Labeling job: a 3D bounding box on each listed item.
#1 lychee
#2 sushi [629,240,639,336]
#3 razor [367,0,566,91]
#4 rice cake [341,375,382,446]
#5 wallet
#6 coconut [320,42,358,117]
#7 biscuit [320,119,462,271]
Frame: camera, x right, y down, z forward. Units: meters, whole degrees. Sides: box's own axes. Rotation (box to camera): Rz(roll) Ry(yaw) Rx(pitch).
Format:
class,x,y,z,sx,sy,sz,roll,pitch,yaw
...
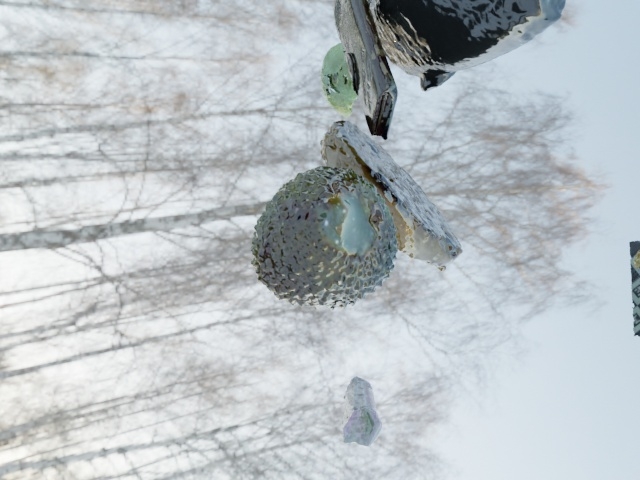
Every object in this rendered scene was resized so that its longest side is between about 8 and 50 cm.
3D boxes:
class,x,y,z,sx,sy,sz,roll,pitch,yaw
lychee,0.000,0.000,0.829,0.171,0.171,0.171,11,-76,49
sushi,0.426,0.052,0.915,0.120,0.026,0.126,-11,-107,45
razor,0.171,-0.312,1.000,0.189,0.107,0.327,51,-16,-9
rice cake,0.057,0.242,1.090,0.270,0.048,0.055,45,61,-88
wallet,0.057,-0.261,1.057,0.122,0.031,0.232,102,-25,-62
coconut,0.039,-0.300,1.417,0.133,0.055,0.158,43,-42,29
biscuit,0.103,-0.066,1.176,0.075,0.296,0.296,-41,-119,15
